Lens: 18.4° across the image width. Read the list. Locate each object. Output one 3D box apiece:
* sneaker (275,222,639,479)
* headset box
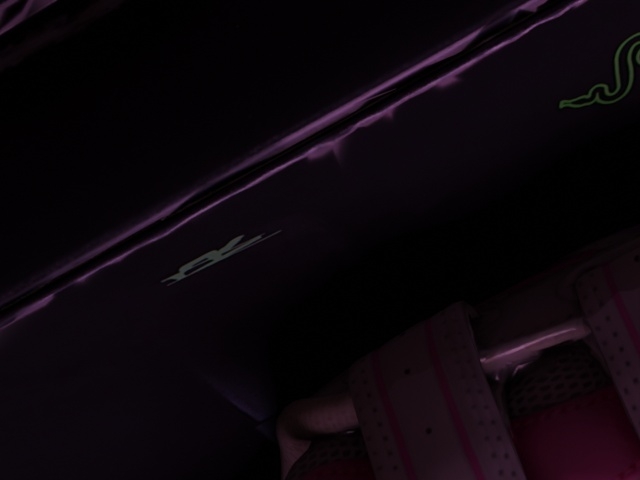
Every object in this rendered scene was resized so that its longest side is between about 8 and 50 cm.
[{"bbox_3d":[0.056,0.052,0.351,0.111,0.103,0.252,8,135,-40],"label":"sneaker"},{"bbox_3d":[0.000,0.000,0.458,0.246,0.131,0.283,-28,146,9],"label":"headset box"}]
